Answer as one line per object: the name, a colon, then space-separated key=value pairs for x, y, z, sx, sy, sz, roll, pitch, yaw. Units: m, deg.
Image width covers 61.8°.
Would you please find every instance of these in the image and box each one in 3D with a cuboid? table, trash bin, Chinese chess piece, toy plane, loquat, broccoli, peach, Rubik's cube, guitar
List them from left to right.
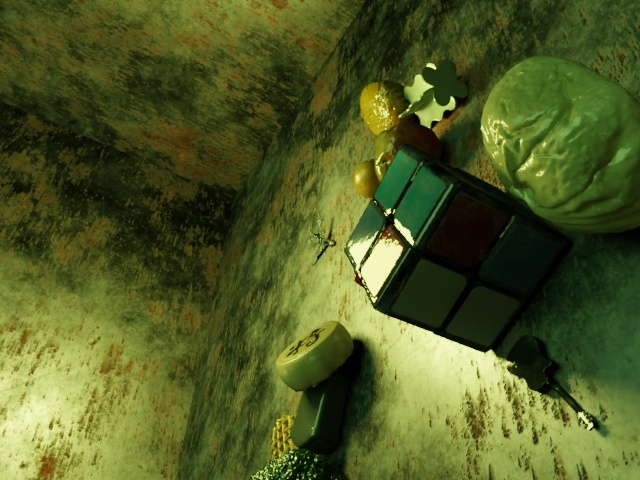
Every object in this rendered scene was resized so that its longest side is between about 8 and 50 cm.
broccoli: x=-0.066 y=0.715 z=1.441 sx=0.297 sy=0.297 sz=0.298 roll=-179 pitch=89 yaw=-67
Chinese chess piece: x=-0.018 y=0.360 z=1.681 sx=0.257 sy=0.104 sz=0.257 roll=-34 pitch=5 yaw=4
trash bin: x=-0.004 y=0.534 z=1.656 sx=0.176 sy=0.101 sz=0.237 roll=-31 pitch=40 yaw=59
toy plane: x=-0.004 y=0.000 z=2.217 sx=0.226 sy=0.058 sz=0.226 roll=-162 pitch=78 yaw=-69
loquat: x=0.180 y=-0.223 z=1.898 sx=0.141 sy=0.141 sz=0.141 roll=-50 pitch=28 yaw=38
peach: x=0.264 y=-0.240 z=1.655 sx=0.214 sy=0.214 sz=0.236 roll=177 pitch=96 yaw=-66
table: x=0.348 y=-0.457 z=1.715 sx=0.198 sy=0.166 sz=0.167 roll=143 pitch=143 yaw=-66
Rubik's cube: x=0.278 y=0.008 z=1.196 sx=0.316 sy=0.313 sz=0.318 roll=-61 pitch=22 yaw=16
guitar: x=0.427 y=0.266 z=0.993 sx=0.088 sy=0.025 sz=0.233 roll=-60 pitch=22 yaw=15

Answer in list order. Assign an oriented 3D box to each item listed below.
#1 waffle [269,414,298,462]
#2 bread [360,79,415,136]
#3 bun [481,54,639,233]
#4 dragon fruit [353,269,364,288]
waffle: x=-0.120 y=0.693 z=1.832 sx=0.161 sy=0.055 sz=0.211 roll=-58 pitch=23 yaw=25
bread: x=0.245 y=-0.465 z=1.909 sx=0.139 sy=0.240 sz=0.240 roll=-28 pitch=15 yaw=-16
bun: x=0.439 y=-0.152 z=0.950 sx=0.227 sy=0.352 sz=0.349 roll=-50 pitch=0 yaw=16
dragon fruit: x=0.192 y=0.126 z=1.573 sx=0.125 sy=0.125 sz=0.246 roll=-50 pitch=39 yaw=8
